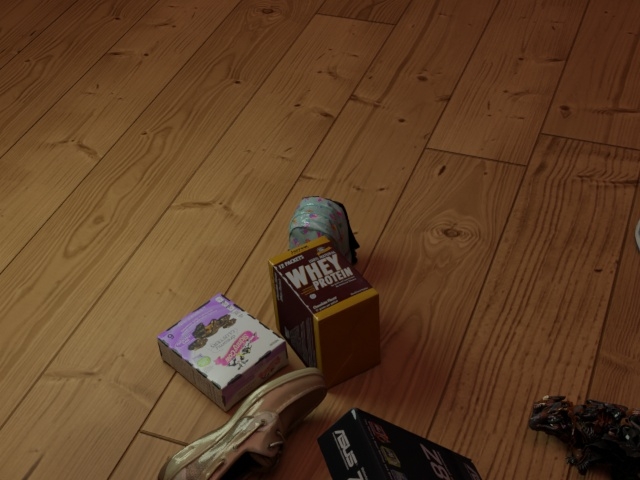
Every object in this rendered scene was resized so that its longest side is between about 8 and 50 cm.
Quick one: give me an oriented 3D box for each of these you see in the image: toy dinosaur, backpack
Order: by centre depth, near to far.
[{"bbox_3d":[0.509,0.336,1.630,0.322,0.164,0.218,-9,20,29],"label":"toy dinosaur"},{"bbox_3d":[0.000,0.000,2.012,0.152,0.182,0.115,4,43,8],"label":"backpack"}]

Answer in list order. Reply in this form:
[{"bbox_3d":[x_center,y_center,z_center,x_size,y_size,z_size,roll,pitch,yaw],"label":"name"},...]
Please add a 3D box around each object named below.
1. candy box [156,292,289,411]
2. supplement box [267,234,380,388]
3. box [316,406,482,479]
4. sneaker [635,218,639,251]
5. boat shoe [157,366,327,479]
[{"bbox_3d":[-0.186,0.210,1.877,0.196,0.070,0.165,32,53,34],"label":"candy box"},{"bbox_3d":[0.008,0.135,1.854,0.129,0.191,0.194,-23,45,-20],"label":"supplement box"},{"bbox_3d":[0.182,0.454,1.415,0.097,0.318,0.395,-44,41,16],"label":"box"},{"bbox_3d":[0.738,-0.078,2.075,0.112,0.131,0.296,10,45,13],"label":"sneaker"},{"bbox_3d":[-0.111,0.352,1.688,0.341,0.122,0.110,-36,54,-17],"label":"boat shoe"}]
